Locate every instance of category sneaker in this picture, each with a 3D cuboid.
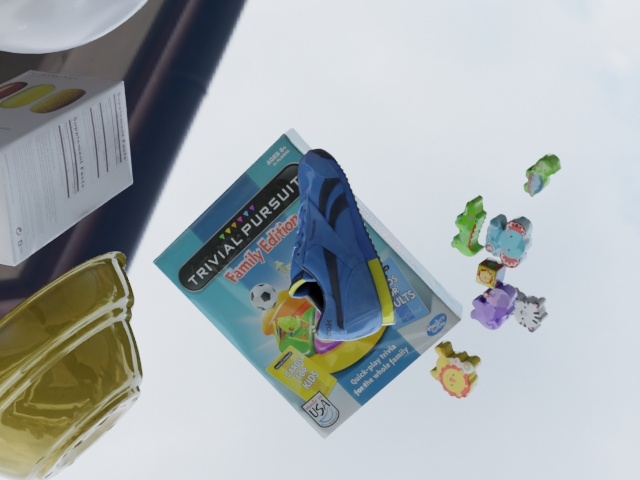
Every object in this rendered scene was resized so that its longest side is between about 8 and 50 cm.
[{"bbox_3d":[0.000,0.000,1.051,0.082,0.069,0.209,-15,-125,-7],"label":"sneaker"}]

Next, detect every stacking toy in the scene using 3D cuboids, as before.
[{"bbox_3d":[0.187,0.033,1.172,0.052,0.221,0.167,23,-146,28],"label":"stacking toy"}]

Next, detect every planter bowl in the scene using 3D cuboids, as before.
[{"bbox_3d":[-0.198,0.114,0.856,0.090,0.217,0.217,46,-126,6],"label":"planter bowl"}]

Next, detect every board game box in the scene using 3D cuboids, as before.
[{"bbox_3d":[-0.016,0.059,1.545,0.336,0.254,0.079,46,-166,-3],"label":"board game box"}]

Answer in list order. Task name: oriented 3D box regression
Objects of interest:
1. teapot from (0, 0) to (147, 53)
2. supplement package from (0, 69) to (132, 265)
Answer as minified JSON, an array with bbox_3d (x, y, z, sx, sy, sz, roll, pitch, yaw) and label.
[{"bbox_3d":[-0.216,-0.252,0.938,0.256,0.187,0.252,15,-96,22],"label":"teapot"},{"bbox_3d":[-0.333,-0.090,1.290,0.139,0.134,0.244,9,-153,20],"label":"supplement package"}]
